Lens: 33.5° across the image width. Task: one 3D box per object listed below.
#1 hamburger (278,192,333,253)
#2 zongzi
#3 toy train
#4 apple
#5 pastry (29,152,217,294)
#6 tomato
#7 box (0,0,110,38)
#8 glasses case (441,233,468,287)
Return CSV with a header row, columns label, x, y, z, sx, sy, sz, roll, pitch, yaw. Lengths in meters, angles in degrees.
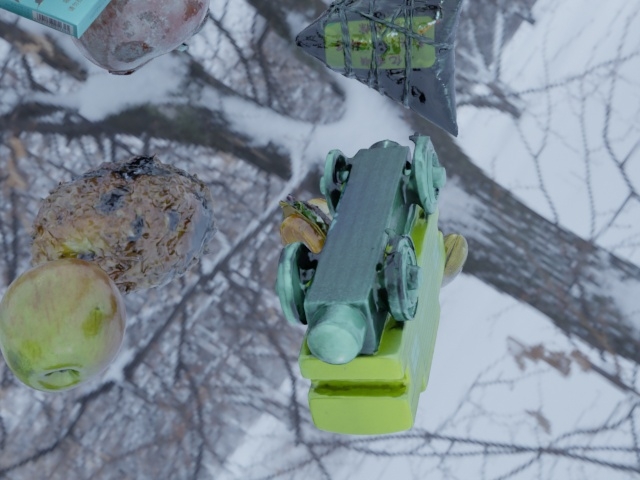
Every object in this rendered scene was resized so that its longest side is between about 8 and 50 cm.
label,x,y,z,sx,sy,sz,roll,pitch,yaw
hamburger,0.002,0.004,1.808,0.093,0.189,0.164,-29,-29,-24
zongzi,0.171,-0.392,2.350,0.319,0.383,0.362,-48,-49,-57
toy train,0.073,0.052,1.403,0.442,0.179,0.272,-70,-28,-53
apple,-0.389,0.131,1.598,0.196,0.196,0.196,-57,-1,-1
pastry,-0.399,-0.032,2.260,0.405,0.337,0.292,-14,-74,-41
tomato,-0.395,-0.508,2.282,0.316,0.283,0.317,-26,23,12
box,-0.501,-0.466,1.935,0.041,0.229,0.162,100,-165,-53
glasses case,0.195,0.039,1.734,0.234,0.064,0.079,104,-170,-82
